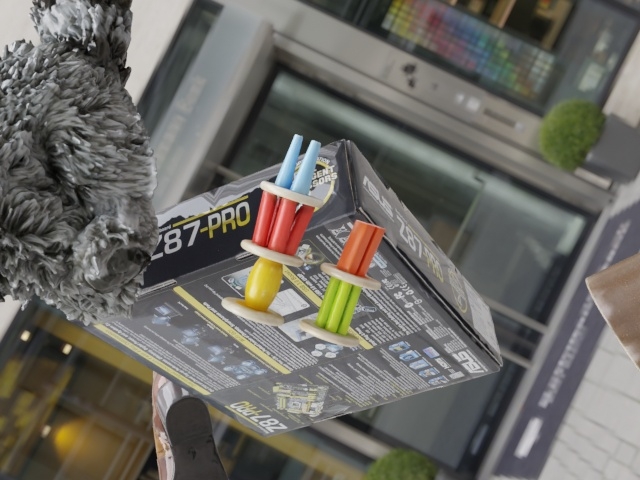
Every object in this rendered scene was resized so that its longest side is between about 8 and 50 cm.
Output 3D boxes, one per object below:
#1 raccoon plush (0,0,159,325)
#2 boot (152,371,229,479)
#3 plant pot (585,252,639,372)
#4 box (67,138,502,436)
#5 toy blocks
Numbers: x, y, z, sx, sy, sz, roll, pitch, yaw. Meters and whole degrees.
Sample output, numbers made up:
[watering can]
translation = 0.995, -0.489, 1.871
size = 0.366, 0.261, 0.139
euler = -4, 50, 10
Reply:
[raccoon plush]
translation = -0.318, -0.091, 0.928
size = 0.216, 0.299, 0.446
euler = -35, 59, 56
[boot]
translation = -0.219, 0.261, 1.620
size = 0.280, 0.096, 0.264
euler = -129, 25, -60
[plant pot]
translation = 0.463, 0.068, 1.281
size = 0.230, 0.215, 0.215
euler = -36, 3, 15
[box]
translation = -0.021, 0.076, 1.178
size = 0.395, 0.318, 0.097
euler = 43, -149, -51
[toy blocks]
translation = 0.000, 0.000, 0.894
size = 0.054, 0.123, 0.148
euler = 31, 103, 68
